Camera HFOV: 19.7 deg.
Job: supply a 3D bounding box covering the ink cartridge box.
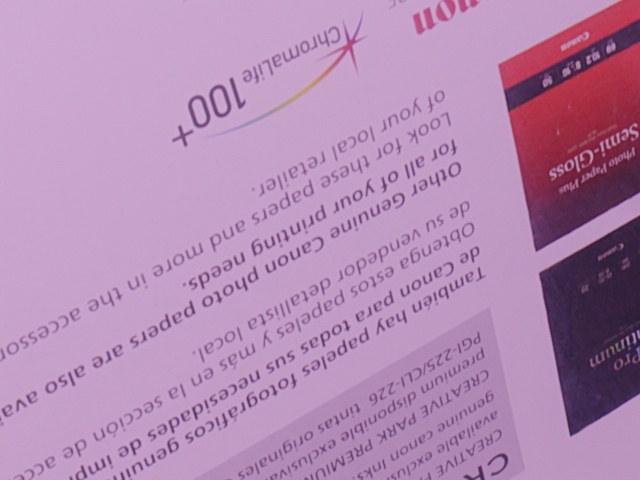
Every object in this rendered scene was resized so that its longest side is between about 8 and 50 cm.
[{"bbox_3d":[0.000,0.000,0.485,0.309,0.130,0.272,-28,123,-20],"label":"ink cartridge box"}]
